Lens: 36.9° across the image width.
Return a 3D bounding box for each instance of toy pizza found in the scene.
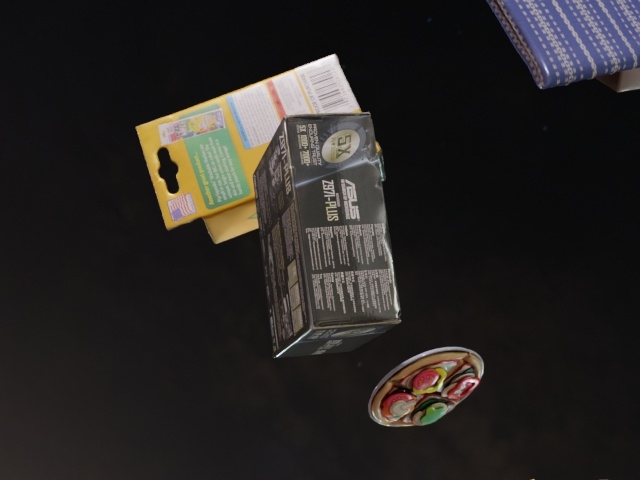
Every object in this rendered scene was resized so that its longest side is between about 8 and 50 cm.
[{"bbox_3d":[0.173,0.243,1.532,0.201,0.201,0.032,104,-30,-44],"label":"toy pizza"}]

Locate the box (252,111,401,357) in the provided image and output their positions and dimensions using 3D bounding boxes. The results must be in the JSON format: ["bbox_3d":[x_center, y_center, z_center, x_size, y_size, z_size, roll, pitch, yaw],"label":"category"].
[{"bbox_3d":[0.000,0.000,0.827,0.077,0.180,0.147,-3,-15,-15],"label":"box"}]

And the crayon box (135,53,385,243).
[{"bbox_3d":[-0.090,-0.130,1.425,0.323,0.203,0.083,-20,-31,-3],"label":"crayon box"}]

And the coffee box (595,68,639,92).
[{"bbox_3d":[0.474,-0.292,1.238,0.297,0.168,0.119,-11,-57,-15],"label":"coffee box"}]

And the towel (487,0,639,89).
[{"bbox_3d":[0.243,-0.263,0.925,0.040,0.336,0.243,-42,-108,45],"label":"towel"}]

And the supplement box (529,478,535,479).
[{"bbox_3d":[0.261,0.356,1.199,0.062,0.036,0.098,-39,-104,52],"label":"supplement box"}]
